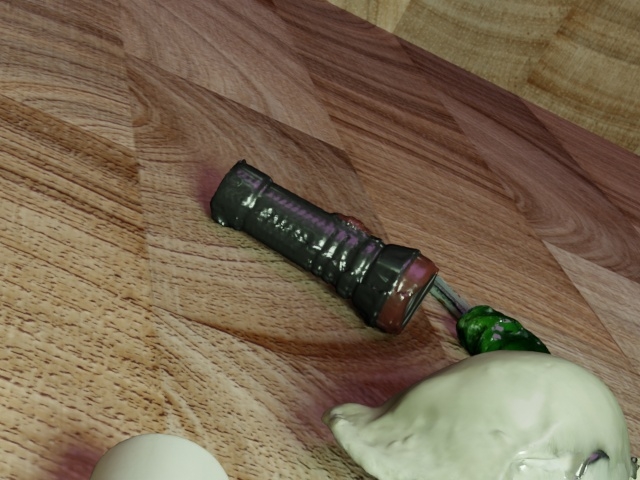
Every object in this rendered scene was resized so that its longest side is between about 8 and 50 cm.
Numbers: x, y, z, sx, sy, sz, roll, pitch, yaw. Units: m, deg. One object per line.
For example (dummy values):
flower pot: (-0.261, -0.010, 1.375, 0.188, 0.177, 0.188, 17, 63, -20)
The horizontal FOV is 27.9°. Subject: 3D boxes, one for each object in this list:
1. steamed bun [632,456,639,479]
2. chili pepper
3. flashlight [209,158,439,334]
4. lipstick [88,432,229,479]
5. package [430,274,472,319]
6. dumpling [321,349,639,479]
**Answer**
steamed bun: (0.280, 0.238, 1.068, 0.130, 0.091, 0.112, 12, 24, -45)
chili pepper: (0.213, 0.140, 1.269, 0.098, 0.061, 0.224, 25, 16, -35)
flashlight: (0.000, 0.000, 1.274, 0.232, 0.093, 0.093, 33, 19, 10)
lipstick: (-0.098, 0.206, 0.598, 0.087, 0.087, 0.327, 27, 19, -8)
package: (0.143, 0.064, 1.426, 0.037, 0.015, 0.110, 10, 29, -47)
dumpling: (0.117, 0.168, 0.957, 0.227, 0.175, 0.243, 2, -36, 33)
